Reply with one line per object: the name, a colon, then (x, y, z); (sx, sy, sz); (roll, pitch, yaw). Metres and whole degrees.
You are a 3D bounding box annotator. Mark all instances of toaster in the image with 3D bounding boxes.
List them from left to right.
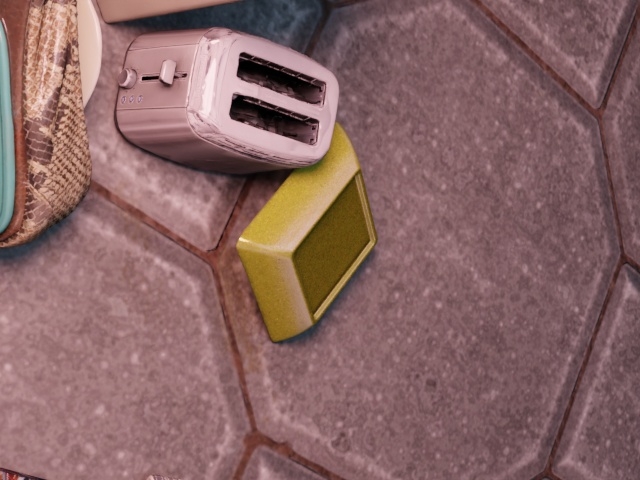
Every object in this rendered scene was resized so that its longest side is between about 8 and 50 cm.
toaster: (-0.084, -0.136, 1.284); (0.227, 0.146, 0.129); (17, 82, -38)

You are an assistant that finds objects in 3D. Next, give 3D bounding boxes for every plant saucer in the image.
plant saucer: (0.000, 0.000, 1.367); (0.188, 0.045, 0.188); (-52, 149, -26)

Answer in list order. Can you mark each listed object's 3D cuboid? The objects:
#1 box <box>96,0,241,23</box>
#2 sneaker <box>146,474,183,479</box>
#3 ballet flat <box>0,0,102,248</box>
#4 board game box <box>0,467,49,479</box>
box: (-0.086, -0.288, 1.171); (0.148, 0.311, 0.121); (-29, 110, -35)
sneaker: (-0.180, 0.353, 1.272); (0.095, 0.090, 0.235); (32, 67, -22)
ballet flat: (-0.266, -0.233, 1.100); (0.182, 0.164, 0.482); (-37, 135, -53)
board game box: (-0.301, 0.341, 1.188); (0.165, 0.042, 0.243); (25, 76, -37)
